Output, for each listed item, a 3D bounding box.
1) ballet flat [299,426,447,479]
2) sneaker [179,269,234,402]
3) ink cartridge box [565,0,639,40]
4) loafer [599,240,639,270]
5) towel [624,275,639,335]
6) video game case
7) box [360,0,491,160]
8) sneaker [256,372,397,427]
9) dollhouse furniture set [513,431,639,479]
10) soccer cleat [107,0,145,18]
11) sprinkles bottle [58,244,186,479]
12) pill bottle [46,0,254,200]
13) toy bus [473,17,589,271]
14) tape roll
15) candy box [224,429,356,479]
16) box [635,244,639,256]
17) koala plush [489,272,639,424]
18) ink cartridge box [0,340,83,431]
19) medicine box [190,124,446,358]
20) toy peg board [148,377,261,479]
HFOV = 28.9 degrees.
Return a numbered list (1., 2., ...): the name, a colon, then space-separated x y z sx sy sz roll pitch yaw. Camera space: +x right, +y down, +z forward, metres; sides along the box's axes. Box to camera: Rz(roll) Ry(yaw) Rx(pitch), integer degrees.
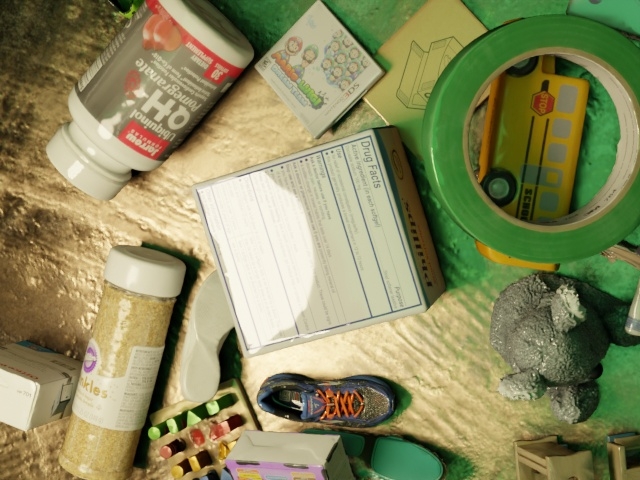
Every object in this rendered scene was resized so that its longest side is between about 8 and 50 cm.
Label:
1. ballet flat: 0.074 0.330 1.838 0.241 0.077 0.091 12 54 20
2. sneaker: -0.178 0.142 1.902 0.080 0.094 0.212 20 78 -18
3. ink cartridge box: 0.536 -0.408 1.655 0.330 0.071 0.324 19 98 16
4. loafer: 0.421 0.021 1.730 0.125 0.045 0.039 21 106 12
5. towel: 0.527 0.010 1.650 0.209 0.034 0.285 11 98 -19
6. video game case: -0.003 -0.254 1.836 0.143 0.019 0.157 -44 70 15
7. box: 0.164 -0.242 1.800 0.201 0.021 0.164 -44 81 14
8. sneaker: 0.004 0.244 1.843 0.221 0.087 0.083 -2 94 17
9. dollhouse furniture set: 0.385 0.342 1.737 0.184 0.129 0.129 -6 93 -13
10. soccer cleat: -0.333 -0.409 1.911 0.179 0.072 0.060 45 104 10
11. sprinkles bottle: -0.307 0.190 1.915 0.121 0.121 0.355 17 98 15
12. pill bottle: -0.262 -0.217 1.848 0.176 0.176 0.318 45 104 10
13. toy bus: 0.286 -0.133 1.712 0.130 0.108 0.332 8 96 -3
14. tape roll: 0.296 -0.132 1.621 0.321 0.077 0.321 -1 97 -6
15. candy box: -0.028 0.375 1.811 0.165 0.070 0.196 -2 123 28
16. box: 0.608 -0.023 1.540 0.296 0.183 0.294 26 101 -19
17. koala plush: 0.312 0.140 1.675 0.203 0.221 0.196 34 102 12
18. ink cartridge box: -0.457 0.222 1.925 0.140 0.191 0.082 19 99 15
19. medicine box: 0.000 0.000 1.788 0.289 0.149 0.263 -16 93 17
20. toy peg board: -0.177 0.318 1.907 0.161 0.079 0.160 -25 86 17
